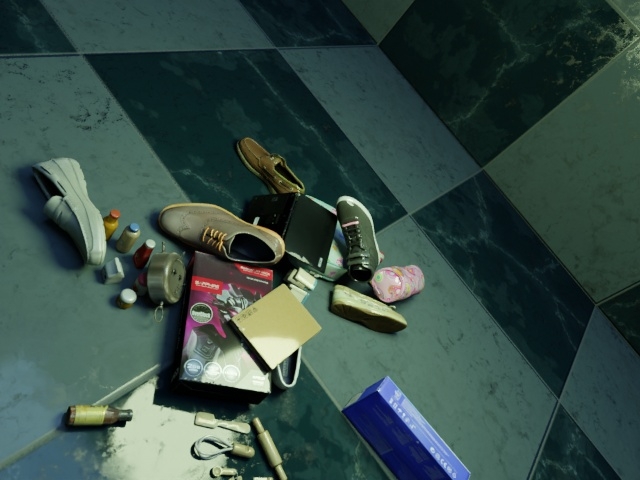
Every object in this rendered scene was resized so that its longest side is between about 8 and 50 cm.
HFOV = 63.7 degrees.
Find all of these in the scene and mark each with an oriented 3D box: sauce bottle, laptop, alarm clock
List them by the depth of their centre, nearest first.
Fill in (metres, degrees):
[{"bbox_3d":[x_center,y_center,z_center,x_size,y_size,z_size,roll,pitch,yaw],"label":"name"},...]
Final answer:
[{"bbox_3d":[-0.458,0.365,1.073,0.128,0.042,0.042,15,48,-36],"label":"sauce bottle"},{"bbox_3d":[-0.385,0.112,1.290,0.064,0.129,0.192,2,63,8],"label":"alarm clock"},{"bbox_3d":[-0.106,-0.024,1.619,0.137,0.264,0.235,63,32,-44],"label":"laptop"}]

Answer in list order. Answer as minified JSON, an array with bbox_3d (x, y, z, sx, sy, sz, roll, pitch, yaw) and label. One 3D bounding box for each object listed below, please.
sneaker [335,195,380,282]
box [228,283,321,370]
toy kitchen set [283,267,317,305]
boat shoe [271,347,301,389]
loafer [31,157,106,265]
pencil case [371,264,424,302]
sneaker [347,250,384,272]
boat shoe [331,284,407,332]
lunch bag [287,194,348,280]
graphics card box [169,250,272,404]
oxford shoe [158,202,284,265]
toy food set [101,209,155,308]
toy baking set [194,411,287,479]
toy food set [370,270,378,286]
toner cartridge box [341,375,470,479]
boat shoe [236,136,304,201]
[{"bbox_3d":[0.117,0.008,1.638,0.147,0.104,0.296,-71,144,-53],"label":"sneaker"},{"bbox_3d":[-0.112,0.219,1.334,0.164,0.021,0.201,49,45,9],"label":"box"},{"bbox_3d":[-0.083,0.200,1.539,0.122,0.166,0.207,37,76,-10],"label":"toy kitchen set"},{"bbox_3d":[-0.086,0.267,1.388,0.095,0.084,0.259,-2,76,-17],"label":"boat shoe"},{"bbox_3d":[-0.614,-0.070,1.260,0.111,0.112,0.320,-11,58,-41],"label":"loafer"},{"bbox_3d":[0.276,0.149,1.802,0.124,0.124,0.284,58,21,15],"label":"pencil case"},{"bbox_3d":[0.150,0.079,1.856,0.087,0.128,0.221,20,-5,35],"label":"sneaker"},{"bbox_3d":[0.167,0.226,1.705,0.285,0.104,0.089,25,46,-24],"label":"boat shoe"},{"bbox_3d":[0.000,0.000,1.747,0.223,0.108,0.279,25,44,-30],"label":"lunch bag"},{"bbox_3d":[-0.245,0.219,1.331,0.232,0.094,0.371,17,49,-23],"label":"graphics card box"},{"bbox_3d":[-0.275,-0.020,1.420,0.363,0.130,0.133,15,8,-3],"label":"oxford shoe"},{"bbox_3d":[-0.475,0.043,1.282,0.111,0.104,0.233,0,57,-42],"label":"toy food set"},{"bbox_3d":[-0.187,0.503,1.205,0.196,0.030,0.256,-6,62,-45],"label":"toy baking set"},{"bbox_3d":[0.209,0.148,1.876,0.083,0.020,0.082,44,39,-2],"label":"toy food set"},{"bbox_3d":[0.234,0.558,1.432,0.348,0.165,0.075,50,39,4],"label":"toner cartridge box"},{"bbox_3d":[-0.168,-0.261,1.822,0.307,0.104,0.110,48,39,2],"label":"boat shoe"}]
